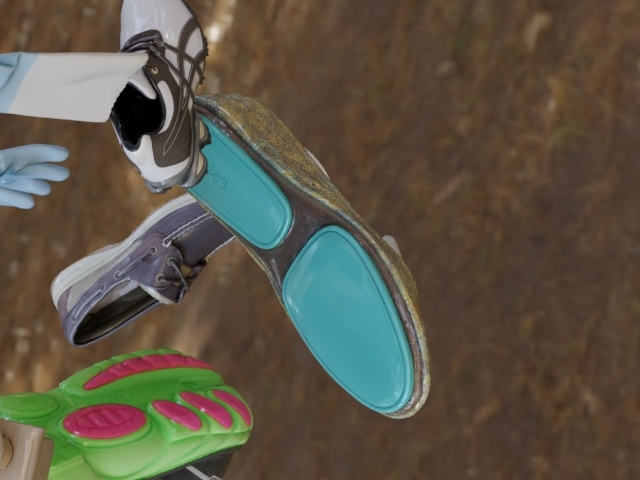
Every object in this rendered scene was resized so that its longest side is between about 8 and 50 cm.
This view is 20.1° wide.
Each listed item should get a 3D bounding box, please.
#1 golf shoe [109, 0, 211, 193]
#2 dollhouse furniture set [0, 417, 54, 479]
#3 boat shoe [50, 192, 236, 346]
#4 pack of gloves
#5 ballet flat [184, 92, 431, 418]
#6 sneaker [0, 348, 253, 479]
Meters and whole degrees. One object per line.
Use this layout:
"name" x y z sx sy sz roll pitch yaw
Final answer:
"golf shoe" -0.139 -0.139 1.483 0.077 0.094 0.198 -21 64 18
"dollhouse furniture set" -0.344 0.182 1.052 0.303 0.174 0.356 10 83 25
"boat shoe" -0.184 0.033 2.057 0.285 0.103 0.092 -29 56 19
"pack of gloves" -0.262 -0.070 1.349 0.195 0.232 0.046 -47 56 42
"ballet flat" 0.000 0.000 1.564 0.348 0.123 0.123 48 135 18
"sneaker" -0.263 0.228 1.528 0.185 0.482 0.202 39 123 42
